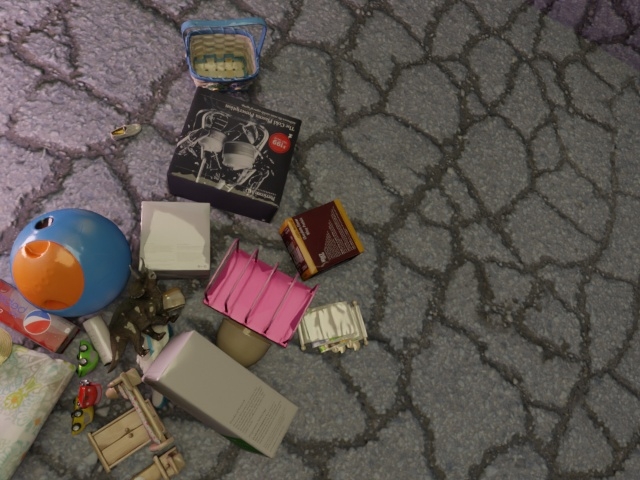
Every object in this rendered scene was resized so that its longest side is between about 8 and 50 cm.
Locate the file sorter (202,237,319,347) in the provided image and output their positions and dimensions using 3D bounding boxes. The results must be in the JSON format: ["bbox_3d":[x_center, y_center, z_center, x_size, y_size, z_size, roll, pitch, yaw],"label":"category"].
[{"bbox_3d":[-0.173,0.152,1.423,0.291,0.182,0.202,29,70,-1],"label":"file sorter"}]

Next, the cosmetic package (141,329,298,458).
[{"bbox_3d":[-0.267,0.408,1.282,0.365,0.197,0.155,40,59,-15],"label":"cosmetic package"}]

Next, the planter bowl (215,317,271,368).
[{"bbox_3d":[-0.237,0.310,1.393,0.162,0.162,0.109,29,81,-5],"label":"planter bowl"}]

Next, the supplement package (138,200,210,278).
[{"bbox_3d":[-0.426,0.005,1.425,0.194,0.149,0.203,1,75,-14],"label":"supplement package"}]

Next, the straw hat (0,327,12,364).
[{"bbox_3d":[-0.853,0.260,1.187,0.145,0.061,0.144,6,61,-11],"label":"straw hat"}]

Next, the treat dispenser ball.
[{"bbox_3d":[-0.655,0.058,1.277,0.288,0.288,0.288,4,74,-14],"label":"treat dispenser ball"}]

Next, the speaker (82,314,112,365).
[{"bbox_3d":[-0.612,0.279,1.350,0.055,0.055,0.136,-29,83,-20],"label":"speaker"}]

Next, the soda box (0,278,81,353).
[{"bbox_3d":[-0.798,0.204,1.306,0.263,0.083,0.092,33,69,-3],"label":"soda box"}]

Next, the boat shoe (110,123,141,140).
[{"bbox_3d":[-0.621,-0.351,1.534,0.100,0.035,0.035,-24,82,-19],"label":"boat shoe"}]

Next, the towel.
[{"bbox_3d":[-0.867,0.396,1.192,0.375,0.090,0.320,21,62,-1],"label":"towel"}]

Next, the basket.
[{"bbox_3d":[-0.309,-0.605,1.551,0.255,0.289,0.201,-8,72,-14],"label":"basket"}]

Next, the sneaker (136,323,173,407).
[{"bbox_3d":[-0.465,0.355,1.359,0.092,0.087,0.228,-5,71,-5],"label":"sneaker"}]

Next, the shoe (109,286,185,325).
[{"bbox_3d":[-0.496,0.207,1.389,0.219,0.076,0.058,-27,78,-22],"label":"shoe"}]

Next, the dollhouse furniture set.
[{"bbox_3d":[-0.459,0.490,1.163,0.174,0.355,0.303,-30,85,-26],"label":"dollhouse furniture set"}]

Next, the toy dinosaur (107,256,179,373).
[{"bbox_3d":[-0.496,0.212,1.309,0.160,0.121,0.313,36,98,3],"label":"toy dinosaur"}]

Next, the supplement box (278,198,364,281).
[{"bbox_3d":[0.000,0.000,1.550,0.194,0.129,0.191,-24,82,-20],"label":"supplement box"}]

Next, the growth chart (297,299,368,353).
[{"bbox_3d":[0.034,0.277,1.540,0.237,0.021,0.172,-3,76,-16],"label":"growth chart"}]

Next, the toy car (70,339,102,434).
[{"bbox_3d":[-0.618,0.370,1.275,0.053,0.239,0.225,7,48,-30],"label":"toy car"}]

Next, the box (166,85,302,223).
[{"bbox_3d":[-0.268,-0.264,1.527,0.343,0.179,0.312,16,73,-10],"label":"box"}]
